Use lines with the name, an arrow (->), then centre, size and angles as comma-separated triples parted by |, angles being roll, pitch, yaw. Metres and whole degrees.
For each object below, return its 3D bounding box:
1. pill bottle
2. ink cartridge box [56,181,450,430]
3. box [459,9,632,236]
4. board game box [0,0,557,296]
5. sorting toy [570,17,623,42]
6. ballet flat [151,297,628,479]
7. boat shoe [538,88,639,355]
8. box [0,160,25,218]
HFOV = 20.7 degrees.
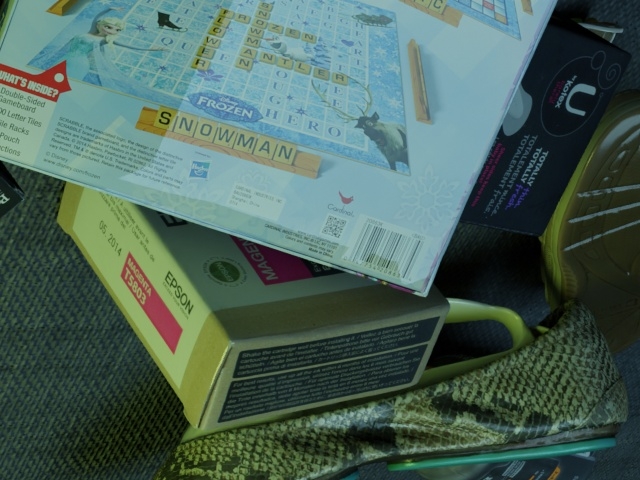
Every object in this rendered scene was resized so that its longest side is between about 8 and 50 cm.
pill bottle -> 0.161, 0.184, 1.731 | 0.246, 0.130, 0.130 | 20, 116, -49
ink cartridge box -> -0.051, 0.014, 1.273 | 0.193, 0.234, 0.088 | -8, 135, -35
box -> 0.072, -0.119, 1.286 | 0.270, 0.143, 0.165 | 11, 111, -46
board game box -> -0.019, -0.158, 1.079 | 0.319, 0.066, 0.318 | 19, 106, -18
sorting toy -> 0.197, -0.156, 1.462 | 0.075, 0.045, 0.083 | 1, 130, -32
ballet flat -> 0.031, 0.149, 1.531 | 0.483, 0.182, 0.164 | -14, 174, -13
boat shoe -> 0.249, -0.025, 1.593 | 0.122, 0.110, 0.341 | -10, 142, -12
box -> -0.349, -0.016, 1.100 | 0.261, 0.103, 0.184 | -39, 141, 1
